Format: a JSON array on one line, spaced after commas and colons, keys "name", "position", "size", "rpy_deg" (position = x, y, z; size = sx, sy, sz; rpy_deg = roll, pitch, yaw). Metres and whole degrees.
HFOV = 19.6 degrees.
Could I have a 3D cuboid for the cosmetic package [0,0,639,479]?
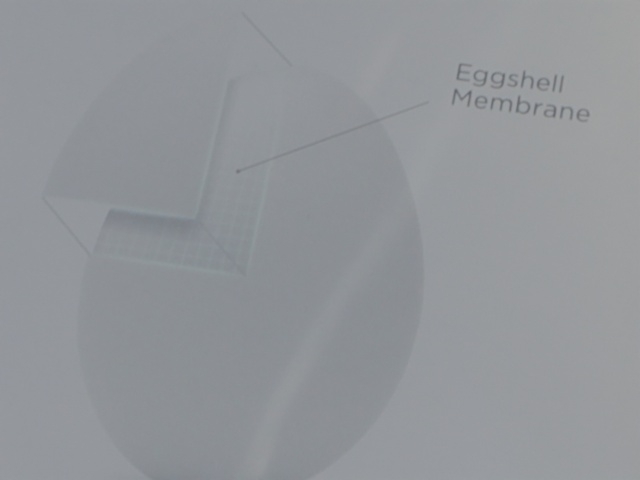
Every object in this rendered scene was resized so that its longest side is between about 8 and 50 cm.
[{"name": "cosmetic package", "position": [0.000, 0.000, 0.489], "size": [0.224, 0.224, 0.138], "rpy_deg": [8, 162, 10]}]
